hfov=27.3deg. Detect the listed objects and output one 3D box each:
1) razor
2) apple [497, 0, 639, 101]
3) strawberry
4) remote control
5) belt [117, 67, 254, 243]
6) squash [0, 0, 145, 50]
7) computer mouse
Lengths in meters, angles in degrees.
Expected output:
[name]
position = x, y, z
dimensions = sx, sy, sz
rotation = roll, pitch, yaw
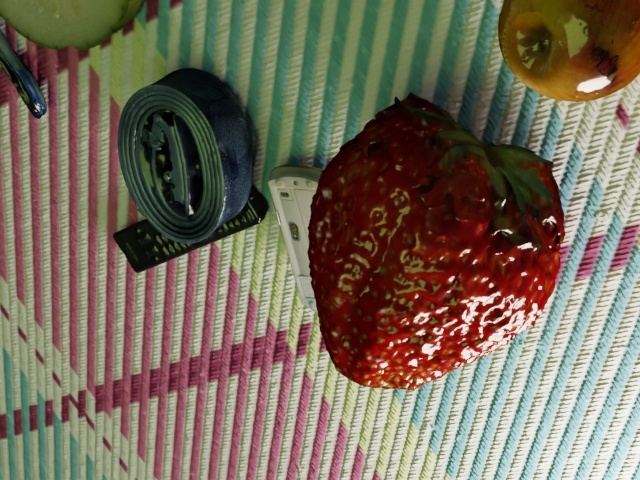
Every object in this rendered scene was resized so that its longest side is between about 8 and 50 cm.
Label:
[razor]
position = -0.414, -0.279, 1.526
dimensions = 0.056, 0.093, 0.324
rotation = -36, 108, 8
[apple]
position = 0.221, -0.187, 1.132
dimensions = 0.146, 0.146, 0.146
rotation = 17, 131, 21
[strawberry]
position = 0.095, 0.021, 1.291
dimensions = 0.250, 0.238, 0.288
rotation = 37, 112, 16
[remote control]
position = -0.160, -0.018, 1.583
dimensions = 0.245, 0.025, 0.063
rotation = -20, 110, 42
[belt]
position = -0.147, -0.092, 1.465
dimensions = 0.141, 0.082, 0.190
rotation = 7, 116, 29
[squash]
position = -0.285, -0.313, 1.428
dimensions = 0.219, 0.041, 0.219
rotation = 14, 126, 21
[computer mouse]
position = 0.001, -0.001, 1.477
dimensions = 0.102, 0.045, 0.199
rotation = 4, 126, 31
